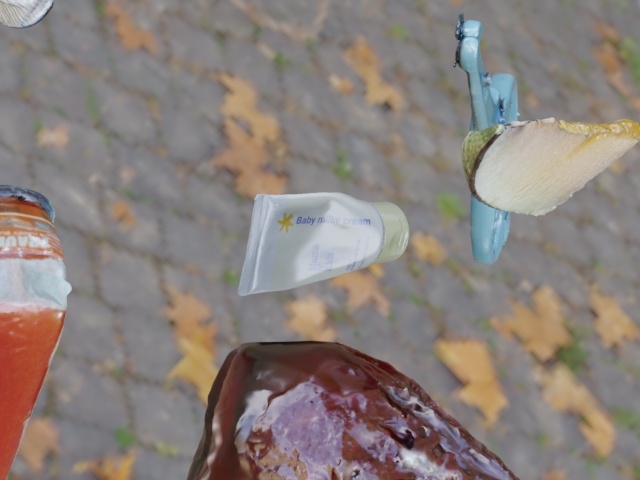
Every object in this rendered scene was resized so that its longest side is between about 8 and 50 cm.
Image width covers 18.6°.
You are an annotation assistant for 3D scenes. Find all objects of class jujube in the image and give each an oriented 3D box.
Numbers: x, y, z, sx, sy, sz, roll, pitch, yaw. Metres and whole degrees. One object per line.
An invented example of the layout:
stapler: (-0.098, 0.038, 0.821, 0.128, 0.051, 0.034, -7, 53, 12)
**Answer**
jujube: (0.039, 0.252, 1.828, 0.376, 0.258, 0.258, 38, 28, -4)

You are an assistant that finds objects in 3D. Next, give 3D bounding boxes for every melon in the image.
melon: (0.143, -0.059, 1.370, 0.182, 0.098, 0.054, -2, 70, -51)

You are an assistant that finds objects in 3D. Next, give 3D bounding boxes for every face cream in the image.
face cream: (0.000, 0.000, 2.142, 0.070, 0.114, 0.224, 23, 19, 39)

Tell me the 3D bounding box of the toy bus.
toy bus: (-0.264, 0.085, 1.453, 0.121, 0.265, 0.120, 1, 44, -30)

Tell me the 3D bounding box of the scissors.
scissors: (0.148, -0.103, 1.708, 0.393, 0.032, 0.180, 65, 30, -69)

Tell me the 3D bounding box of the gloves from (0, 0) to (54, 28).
gloves: (-0.360, -0.296, 1.974, 0.119, 0.097, 0.229, 22, -5, 40)
